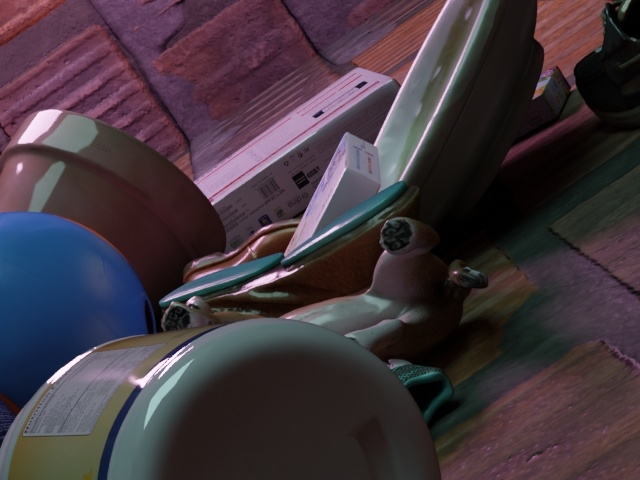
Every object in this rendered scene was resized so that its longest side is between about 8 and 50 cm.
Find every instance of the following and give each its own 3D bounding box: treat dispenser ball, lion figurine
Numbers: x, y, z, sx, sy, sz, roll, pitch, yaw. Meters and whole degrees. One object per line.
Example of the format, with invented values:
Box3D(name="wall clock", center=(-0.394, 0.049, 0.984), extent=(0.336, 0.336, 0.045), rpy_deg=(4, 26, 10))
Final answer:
Box3D(name="treat dispenser ball", center=(-0.324, 0.112, 2.018), extent=(0.288, 0.288, 0.288), rpy_deg=(-33, 12, 8))
Box3D(name="lion figurine", center=(0.008, 0.085, 1.621), extent=(0.392, 0.142, 0.240), rpy_deg=(-13, -11, 26))

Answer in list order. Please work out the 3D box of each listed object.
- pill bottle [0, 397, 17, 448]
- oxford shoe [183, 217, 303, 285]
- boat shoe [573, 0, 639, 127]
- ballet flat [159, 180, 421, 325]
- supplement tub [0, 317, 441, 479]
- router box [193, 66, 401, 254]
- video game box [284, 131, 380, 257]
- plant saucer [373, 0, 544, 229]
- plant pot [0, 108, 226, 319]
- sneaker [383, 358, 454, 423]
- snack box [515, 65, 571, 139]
Box3D(name="pill bottle", center=(-0.333, 0.219, 1.786), extent=(0.123, 0.123, 0.219), rpy_deg=(-38, 56, -17))
Box3D(name="oxford shoe", center=(-0.072, 0.039, 2.205), extent=(0.212, 0.076, 0.076), rpy_deg=(-27, 44, 26))
Box3D(name="boat shoe", center=(0.347, -0.202, 1.798), extent=(0.132, 0.130, 0.355), rpy_deg=(-38, 12, -18))
Box3D(name="ballet flat", center=(-0.013, 0.055, 1.786), extent=(0.342, 0.124, 0.116), rpy_deg=(-26, 8, 34))
Box3D(name="supplement tub", center=(-0.085, 0.174, 1.256), extent=(0.228, 0.228, 0.316), rpy_deg=(-40, 12, -25))
Box3D(name="router box", center=(-0.033, -0.116, 2.630), extent=(0.335, 0.082, 0.301), rpy_deg=(-35, 11, -1))
Box3D(name="video game box", center=(0.000, 0.000, 1.947), extent=(0.205, 0.048, 0.187), rpy_deg=(-63, 8, 14))
Box3D(name="plant saucer", center=(0.144, -0.132, 1.942), extent=(0.400, 0.100, 0.400), rpy_deg=(-63, 7, 13))
Box3D(name="plant pot", center=(-0.326, 0.036, 2.394), extent=(0.323, 0.323, 0.280), rpy_deg=(-17, 37, 56))
Box3D(name="sneaker", center=(0.041, 0.147, 1.436), extent=(0.166, 0.065, 0.076), rpy_deg=(-44, 19, -33))
Box3D(name="snack box", center=(0.218, -0.143, 2.151), extent=(0.141, 0.037, 0.100), rpy_deg=(-29, 14, 27))
